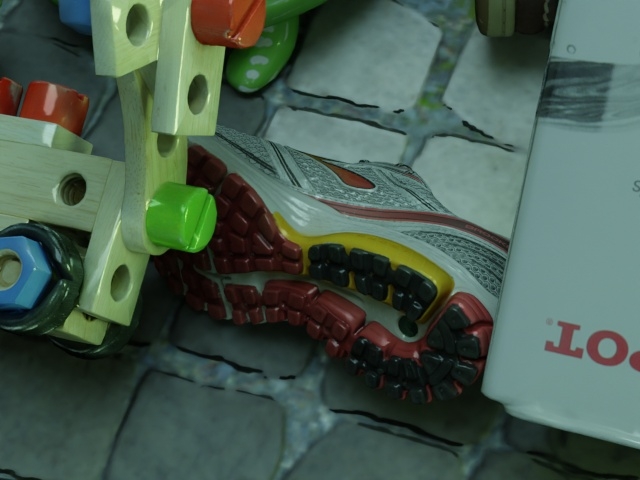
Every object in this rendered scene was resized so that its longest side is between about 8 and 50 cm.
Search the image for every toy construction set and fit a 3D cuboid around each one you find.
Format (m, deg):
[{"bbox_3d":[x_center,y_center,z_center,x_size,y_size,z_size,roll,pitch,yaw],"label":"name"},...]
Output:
[{"bbox_3d":[-0.151,-0.068,0.721,0.328,0.151,0.215,7,78,39],"label":"toy construction set"}]

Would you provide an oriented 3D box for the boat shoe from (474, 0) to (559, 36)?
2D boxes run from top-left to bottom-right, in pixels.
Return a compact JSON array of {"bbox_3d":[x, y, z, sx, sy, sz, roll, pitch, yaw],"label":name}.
[{"bbox_3d":[0.175,-0.240,0.857,0.123,0.123,0.342,14,54,16],"label":"boat shoe"}]

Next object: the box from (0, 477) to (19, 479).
[{"bbox_3d":[-0.154,0.168,0.676,0.094,0.027,0.137,6,58,8],"label":"box"}]

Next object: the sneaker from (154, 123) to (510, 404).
[{"bbox_3d":[0.000,0.000,0.749,0.225,0.088,0.093,29,37,26],"label":"sneaker"}]

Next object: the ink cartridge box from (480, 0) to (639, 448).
[{"bbox_3d":[0.214,-0.059,0.629,0.223,0.129,0.307,12,91,24],"label":"ink cartridge box"}]

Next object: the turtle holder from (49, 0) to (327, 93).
[{"bbox_3d":[-0.036,-0.261,0.821,0.320,0.227,0.243,-32,59,-15],"label":"turtle holder"}]
